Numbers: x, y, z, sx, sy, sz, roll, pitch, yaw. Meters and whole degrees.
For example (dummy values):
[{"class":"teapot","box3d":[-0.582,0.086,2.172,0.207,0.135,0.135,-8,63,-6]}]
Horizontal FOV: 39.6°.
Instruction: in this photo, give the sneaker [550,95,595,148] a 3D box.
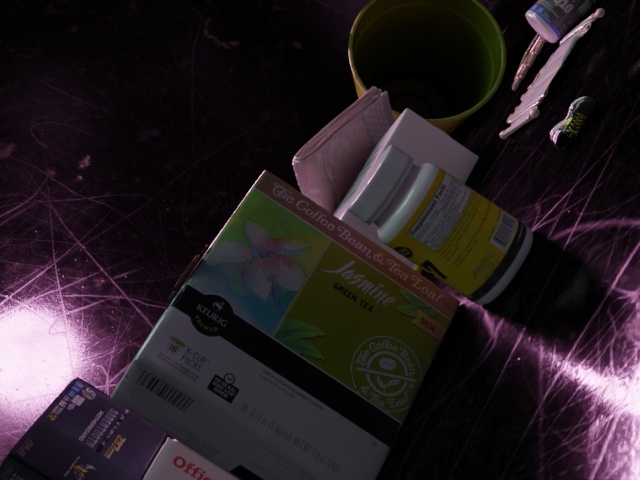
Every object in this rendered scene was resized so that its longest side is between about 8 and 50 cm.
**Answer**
[{"class":"sneaker","box3d":[0.337,-0.153,1.179,0.035,0.031,0.083,-82,18,-48]}]

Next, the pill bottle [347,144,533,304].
[{"class":"pill bottle","box3d":[0.146,-0.022,1.102,0.119,0.209,0.119,-56,3,5]}]

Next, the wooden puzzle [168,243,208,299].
[{"class":"wooden puzzle","box3d":[-0.166,0.039,1.109,0.083,0.006,0.049,-56,6,-9]}]

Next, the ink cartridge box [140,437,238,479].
[{"class":"ink cartridge box","box3d":[-0.230,0.501,1.372,0.307,0.223,0.129,-59,4,-40]}]

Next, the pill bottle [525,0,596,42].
[{"class":"pill bottle","box3d":[0.446,-0.431,1.605,0.137,0.078,0.078,-45,6,8]}]

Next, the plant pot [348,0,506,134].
[{"class":"plant pot","box3d":[0.243,-0.386,2.215,0.366,0.367,0.353,-58,-8,-16]}]

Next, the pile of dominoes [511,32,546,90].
[{"class":"pile of dominoes","box3d":[0.466,-0.414,1.792,0.196,0.040,0.251,-61,-2,-43]}]

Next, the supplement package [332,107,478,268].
[{"class":"supplement package","box3d":[0.146,-0.073,1.734,0.293,0.178,0.175,-58,5,-25]}]

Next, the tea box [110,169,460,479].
[{"class":"tea box","box3d":[-0.047,0.147,1.205,0.323,0.329,0.220,-60,6,-31]}]

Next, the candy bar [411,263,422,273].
[{"class":"candy bar","box3d":[0.192,0.020,1.599,0.161,0.018,0.040,-59,4,-25]}]

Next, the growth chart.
[{"class":"growth chart","box3d":[0.396,-0.286,1.550,0.237,0.021,0.172,-57,3,-5]}]

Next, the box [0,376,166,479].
[{"class":"box","box3d":[-0.364,0.331,1.383,0.059,0.183,0.232,-55,2,25]}]

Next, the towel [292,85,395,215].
[{"class":"towel","box3d":[0.085,-0.111,1.883,0.053,0.331,0.317,10,42,39]}]
